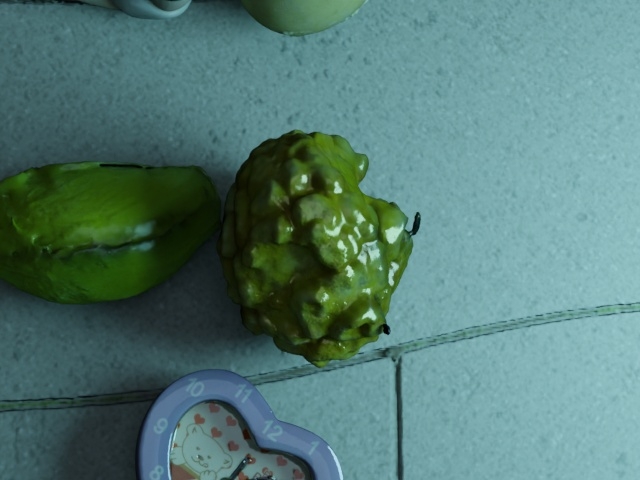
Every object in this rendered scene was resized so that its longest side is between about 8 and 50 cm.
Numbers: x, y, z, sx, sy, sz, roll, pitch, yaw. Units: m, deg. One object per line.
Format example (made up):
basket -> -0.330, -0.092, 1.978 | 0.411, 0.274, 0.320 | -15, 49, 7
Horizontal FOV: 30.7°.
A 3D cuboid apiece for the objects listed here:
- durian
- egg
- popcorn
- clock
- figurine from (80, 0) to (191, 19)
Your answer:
durian -> -0.214, -0.008, 1.074 | 0.250, 0.101, 0.139 | -12, 46, -14
egg -> -0.008, -0.296, 1.142 | 0.164, 0.164, 0.201 | 26, 79, -5
popcorn -> -0.001, 0.002, 1.061 | 0.169, 0.189, 0.218 | 3, 119, 19
clock -> -0.087, 0.224, 1.064 | 0.198, 0.064, 0.172 | 37, 73, -2
figurine -> -0.166, -0.383, 1.112 | 0.320, 0.196, 0.323 | 9, 85, 31
